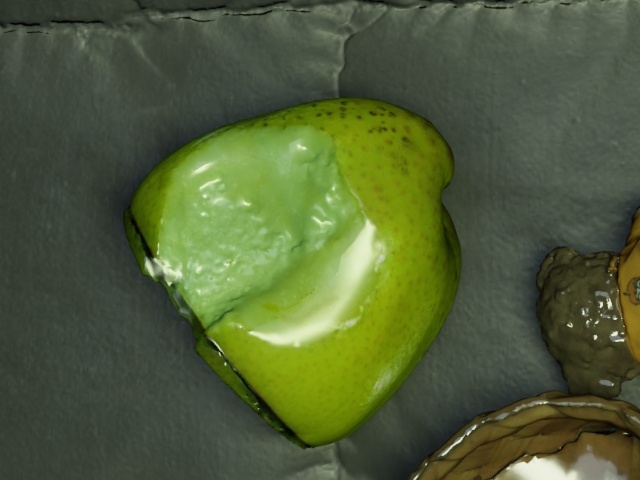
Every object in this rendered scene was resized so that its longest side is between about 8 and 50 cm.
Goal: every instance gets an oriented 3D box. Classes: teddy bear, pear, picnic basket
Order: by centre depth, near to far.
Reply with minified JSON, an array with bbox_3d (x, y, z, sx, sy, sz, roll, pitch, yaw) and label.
[{"bbox_3d":[0.182,0.267,1.120,0.293,0.337,0.337,-32,72,3],"label":"picnic basket"},{"bbox_3d":[0.266,0.051,1.254,0.190,0.140,0.177,-18,76,16],"label":"teddy bear"},{"bbox_3d":[0.000,0.000,1.309,0.292,0.159,0.292,-3,74,9],"label":"pear"}]
